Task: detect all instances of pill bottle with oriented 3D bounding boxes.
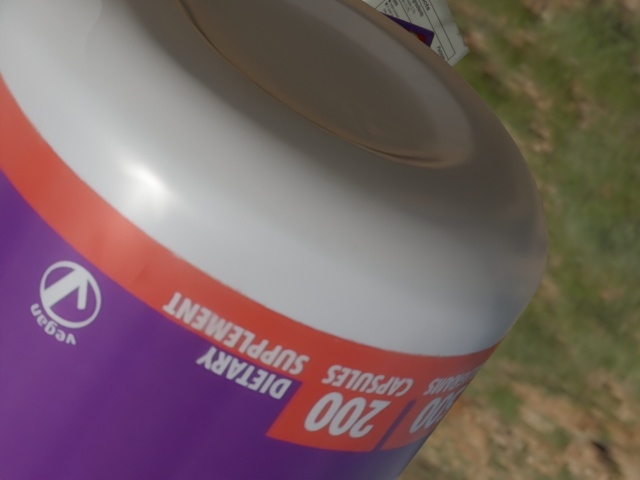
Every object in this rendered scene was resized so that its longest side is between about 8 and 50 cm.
[{"bbox_3d":[-0.081,0.068,0.566,0.181,0.323,0.181,27,-155,-14],"label":"pill bottle"}]

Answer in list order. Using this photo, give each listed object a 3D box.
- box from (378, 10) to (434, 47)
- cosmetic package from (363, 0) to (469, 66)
[{"bbox_3d":[0.000,0.000,1.298,0.057,0.293,0.201,21,152,-4],"label":"box"},{"bbox_3d":[-0.012,-0.163,1.778,0.113,0.309,0.160,37,166,43],"label":"cosmetic package"}]
